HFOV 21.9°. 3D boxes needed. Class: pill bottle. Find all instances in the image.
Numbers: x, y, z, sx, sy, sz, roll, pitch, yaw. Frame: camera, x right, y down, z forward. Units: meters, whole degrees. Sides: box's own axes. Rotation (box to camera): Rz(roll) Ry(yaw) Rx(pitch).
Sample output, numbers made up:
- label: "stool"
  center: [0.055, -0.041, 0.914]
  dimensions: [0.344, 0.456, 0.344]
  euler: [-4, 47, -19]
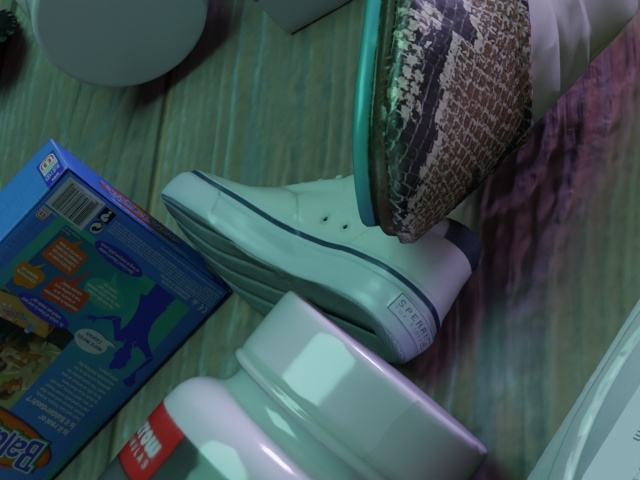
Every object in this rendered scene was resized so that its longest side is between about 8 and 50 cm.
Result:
- label: "pill bottle"
  center: [-0.055, 0.174, 0.862]
  dimensions: [0.283, 0.161, 0.161]
  euler: [-51, 38, 0]
- label: "pill bottle"
  center: [-0.182, -0.258, 1.346]
  dimensions: [0.160, 0.160, 0.283]
  euler: [-38, 39, 15]

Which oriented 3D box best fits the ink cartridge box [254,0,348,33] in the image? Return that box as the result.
- label: "ink cartridge box"
  center: [-0.016, -0.246, 1.227]
  dimensions: [0.090, 0.092, 0.143]
  euler: [-26, 45, 28]

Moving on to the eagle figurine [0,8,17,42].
- label: "eagle figurine"
  center: [-0.432, -0.180, 1.549]
  dimensions: [0.298, 0.225, 0.226]
  euler: [47, 141, 23]

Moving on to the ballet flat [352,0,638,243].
- label: "ballet flat"
  center: [0.098, -0.189, 1.015]
  dimensions: [0.182, 0.164, 0.483]
  euler: [-4, 41, 1]

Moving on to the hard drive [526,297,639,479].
- label: "hard drive"
  center: [0.248, 0.112, 0.694]
  dimensions: [0.339, 0.064, 0.237]
  euler: [25, 79, 50]

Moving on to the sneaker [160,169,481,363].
- label: "sneaker"
  center: [0.000, 0.000, 1.027]
  dimensions: [0.091, 0.094, 0.258]
  euler: [-43, 40, -19]

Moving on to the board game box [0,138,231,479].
- label: "board game box"
  center: [-0.187, 0.059, 1.091]
  dimensions: [0.210, 0.160, 0.047]
  euler: [-46, 37, 5]
